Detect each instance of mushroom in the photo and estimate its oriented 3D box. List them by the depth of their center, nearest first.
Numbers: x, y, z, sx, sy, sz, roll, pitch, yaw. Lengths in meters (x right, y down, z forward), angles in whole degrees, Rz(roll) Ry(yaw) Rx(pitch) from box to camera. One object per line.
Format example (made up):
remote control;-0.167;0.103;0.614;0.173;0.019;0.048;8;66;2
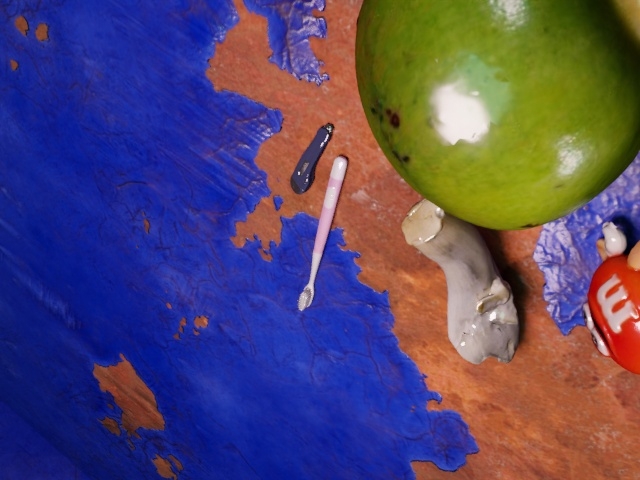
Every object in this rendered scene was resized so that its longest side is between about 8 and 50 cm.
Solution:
mushroom;0.183;0.055;0.712;0.096;0.099;0.278;-27;121;4

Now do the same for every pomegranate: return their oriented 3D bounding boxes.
pomegranate;0.190;-0.163;0.515;0.359;0.216;0.309;-22;101;39

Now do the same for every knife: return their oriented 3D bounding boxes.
knife;-0.012;-0.114;0.803;0.031;0.018;0.121;43;131;13

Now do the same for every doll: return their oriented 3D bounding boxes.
doll;0.335;0.063;0.606;0.085;0.183;0.217;-8;154;3

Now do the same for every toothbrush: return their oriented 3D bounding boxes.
toothbrush;0.000;0.000;0.860;0.020;0.025;0.286;27;128;17
